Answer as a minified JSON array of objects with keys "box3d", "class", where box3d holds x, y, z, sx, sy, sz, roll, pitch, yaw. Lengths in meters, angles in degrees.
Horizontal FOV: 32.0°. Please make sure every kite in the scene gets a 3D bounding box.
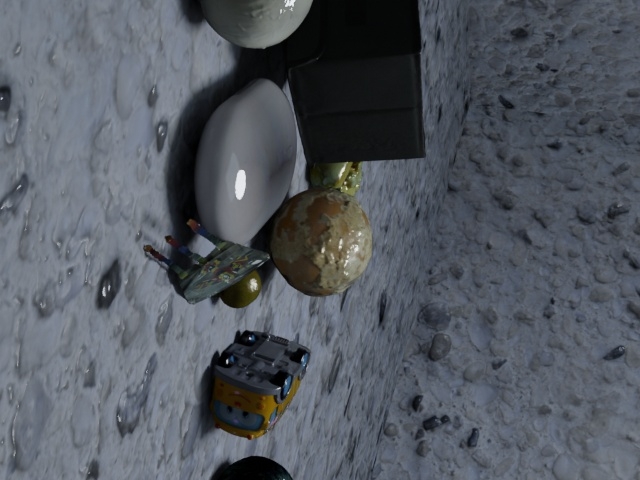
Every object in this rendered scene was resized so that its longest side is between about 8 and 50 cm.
[{"box3d":[-0.164,0.030,1.572,0.015,0.141,0.245,57,5,25],"class":"kite"}]

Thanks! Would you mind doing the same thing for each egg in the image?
[{"box3d":[0.000,0.000,1.993,0.233,0.195,0.194,-94,-175,-63],"class":"egg"}]

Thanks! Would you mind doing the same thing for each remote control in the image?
[{"box3d":[-0.107,-0.118,1.666,0.332,0.104,0.221,-52,146,-63],"class":"remote control"}]

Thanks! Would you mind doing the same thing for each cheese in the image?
[{"box3d":[-0.084,-0.360,1.513,0.198,0.154,0.189,-62,162,-53],"class":"cheese"}]

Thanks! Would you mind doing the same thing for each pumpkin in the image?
[{"box3d":[-0.115,0.475,1.941,0.202,0.140,0.202,-13,90,-73],"class":"pumpkin"}]

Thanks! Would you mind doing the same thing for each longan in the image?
[{"box3d":[-0.135,0.073,1.768,0.083,0.075,0.075,-20,129,-25],"class":"longan"}]

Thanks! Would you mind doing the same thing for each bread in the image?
[{"box3d":[0.025,-0.152,2.203,0.110,0.103,0.156,-37,130,-54],"class":"bread"}]

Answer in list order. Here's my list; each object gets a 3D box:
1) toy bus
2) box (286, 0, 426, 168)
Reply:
[{"box3d":[-0.106,0.246,1.874,0.209,0.126,0.136,-42,147,-68],"class":"toy bus"},{"box3d":[0.063,-0.327,1.845,0.251,0.205,0.345,80,9,-52],"class":"box"}]
